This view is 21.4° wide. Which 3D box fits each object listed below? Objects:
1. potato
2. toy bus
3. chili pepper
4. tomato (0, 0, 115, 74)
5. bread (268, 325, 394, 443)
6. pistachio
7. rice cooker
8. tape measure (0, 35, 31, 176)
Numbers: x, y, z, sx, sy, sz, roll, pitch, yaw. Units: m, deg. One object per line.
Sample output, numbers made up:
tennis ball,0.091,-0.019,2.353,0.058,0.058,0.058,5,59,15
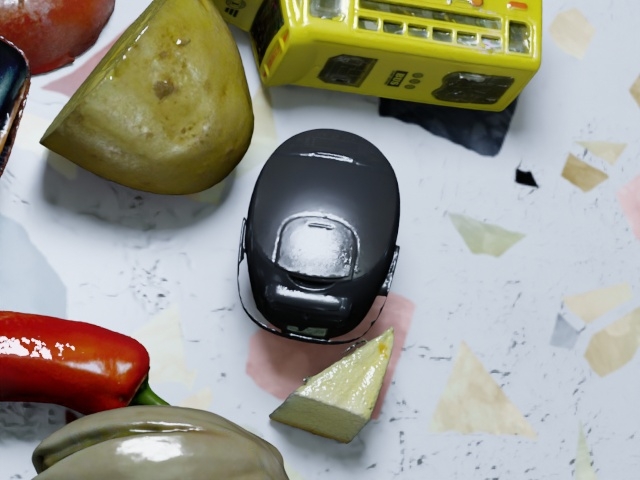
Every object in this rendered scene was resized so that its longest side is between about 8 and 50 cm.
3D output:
potato,-0.132,-0.120,1.522,0.158,0.178,0.203,38,49,-16
toy bus,0.040,-0.218,1.610,0.330,0.144,0.152,7,69,-14
chili pepper,-0.281,0.127,1.431,0.369,0.092,0.137,-3,99,-12
tomato,-0.293,-0.260,1.573,0.225,0.085,0.225,6,68,-16
bread,0.016,0.113,1.503,0.080,0.084,0.109,22,65,-7
pistachio,-0.129,0.201,1.395,0.226,0.136,0.135,8,67,-13
rice cooker,0.000,0.001,1.519,0.142,0.118,0.203,12,64,2
tape measure,-0.331,-0.079,1.425,0.135,0.202,0.222,23,70,-8
